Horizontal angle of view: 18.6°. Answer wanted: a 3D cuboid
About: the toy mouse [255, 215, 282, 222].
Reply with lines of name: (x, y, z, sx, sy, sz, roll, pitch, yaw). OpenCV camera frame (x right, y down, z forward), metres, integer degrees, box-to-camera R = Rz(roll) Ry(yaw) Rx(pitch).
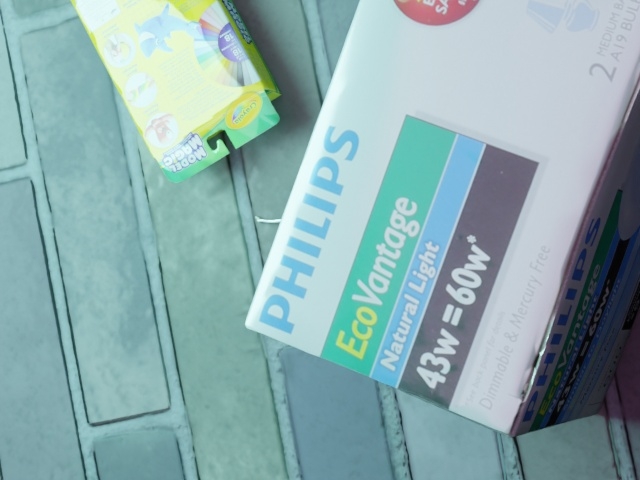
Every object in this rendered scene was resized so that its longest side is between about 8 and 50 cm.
toy mouse: (0.000, 0.000, 1.768, 0.143, 0.031, 0.161, 22, 95, 17)

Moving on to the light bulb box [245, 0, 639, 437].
light bulb box: (0.150, -0.053, 1.551, 0.225, 0.361, 0.358, 21, 95, 17)

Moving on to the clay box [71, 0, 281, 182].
clay box: (-0.131, -0.173, 1.804, 0.127, 0.053, 0.222, -30, 81, 14)
